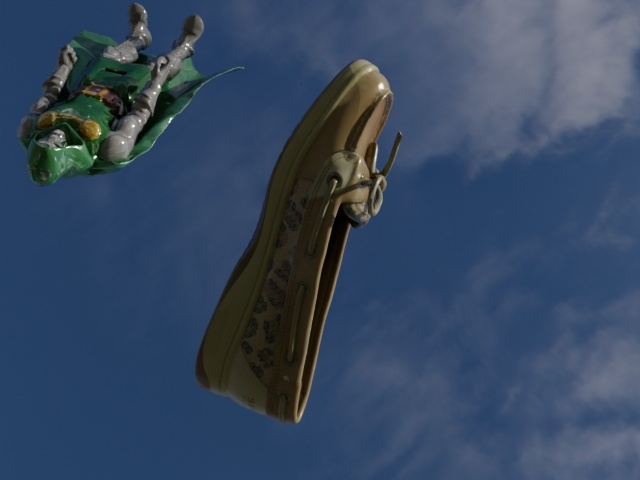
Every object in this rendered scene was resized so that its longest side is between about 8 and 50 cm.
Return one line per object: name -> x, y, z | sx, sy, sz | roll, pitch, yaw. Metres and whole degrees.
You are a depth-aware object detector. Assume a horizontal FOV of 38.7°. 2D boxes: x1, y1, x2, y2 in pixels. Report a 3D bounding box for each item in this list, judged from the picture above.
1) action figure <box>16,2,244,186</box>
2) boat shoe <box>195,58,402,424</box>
action figure -> -0.147, -0.103, 0.641 | 0.137, 0.232, 0.063 | 10, -55, 5
boat shoe -> 0.000, 0.000, 0.713 | 0.089, 0.104, 0.285 | 24, -89, 15
